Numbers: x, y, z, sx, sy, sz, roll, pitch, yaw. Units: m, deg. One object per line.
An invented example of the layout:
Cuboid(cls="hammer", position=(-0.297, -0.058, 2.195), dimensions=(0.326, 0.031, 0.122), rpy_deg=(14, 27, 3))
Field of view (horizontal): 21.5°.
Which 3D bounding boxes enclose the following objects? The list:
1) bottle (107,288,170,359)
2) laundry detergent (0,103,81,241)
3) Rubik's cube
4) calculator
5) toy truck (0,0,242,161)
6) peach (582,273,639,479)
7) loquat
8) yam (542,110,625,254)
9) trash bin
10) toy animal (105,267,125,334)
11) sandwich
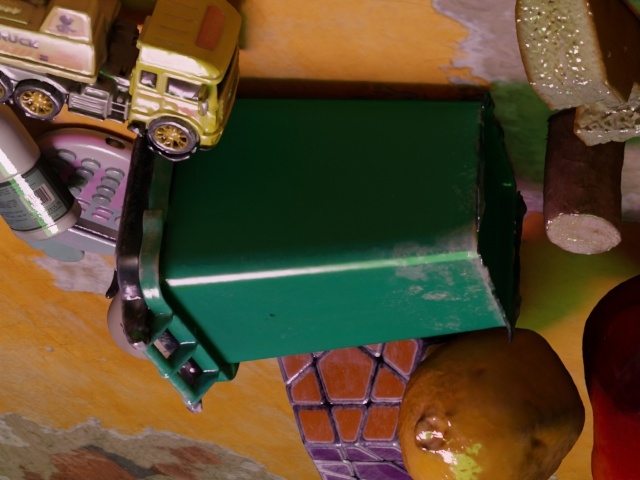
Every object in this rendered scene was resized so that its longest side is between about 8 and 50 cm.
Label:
Cuboid(cls="bottle", position=(-0.186, 0.057, 2.063), dimensions=(0.110, 0.110, 0.233), rpy_deg=(18, 149, -12))
Cuboid(cls="laundry detergent", position=(-0.356, -0.099, 1.837), dimensions=(0.099, 0.070, 0.225), rpy_deg=(3, 137, 44))
Cuboid(cls="Rubik's cube", position=(0.095, 0.150, 1.956), dimensions=(0.264, 0.319, 0.319), rpy_deg=(-18, 149, 2))
Cuboid(cls="calculator", position=(-0.282, -0.050, 1.974), dimensions=(0.185, 0.041, 0.299), rpy_deg=(20, 151, -14))
Cuboid(cls="toy truck", position=(-0.208, -0.193, 1.573), dimensions=(0.272, 0.124, 0.157), rpy_deg=(16, 144, -1))
Cuboid(cls="peach", position=(0.440, 0.162, 1.751), dimensions=(0.406, 0.335, 0.310), rpy_deg=(-10, 151, 43))
Cuboid(cls="loquat", position=(0.177, 0.184, 1.755), dimensions=(0.234, 0.176, 0.187), rpy_deg=(-12, 150, -47))
Cuboid(cls="yam", position=(0.255, -0.058, 1.631), dimensions=(0.084, 0.127, 0.084), rpy_deg=(7, 151, 4))
Cuboid(cls="trash bin", position=(0.000, 0.000, 1.696), dimensions=(0.381, 0.295, 0.259), rpy_deg=(-4, 151, 18))
Cuboid(cls="toy animal", position=(-0.109, 0.045, 1.902), dimensions=(0.269, 0.137, 0.082), rpy_deg=(-4, 157, -3))
Cuboid(cls="sandwich", position=(0.254, -0.144, 1.501), dimensions=(0.090, 0.088, 0.244), rpy_deg=(-7, 148, 41))
